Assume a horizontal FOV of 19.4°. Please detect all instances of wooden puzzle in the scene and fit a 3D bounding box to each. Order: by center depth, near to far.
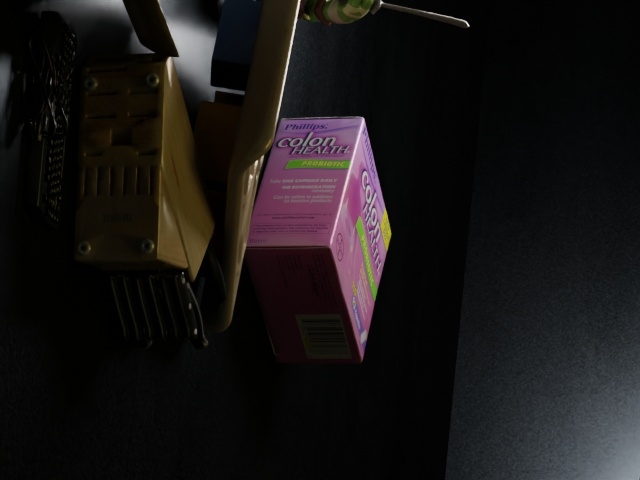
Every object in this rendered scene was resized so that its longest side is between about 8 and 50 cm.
[{"bbox_3d":[-0.093,-0.119,2.027,0.348,0.081,0.322,107,-6,-54],"label":"wooden puzzle"}]

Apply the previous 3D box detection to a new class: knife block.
[{"bbox_3d":[-0.160,-0.031,1.870,0.242,0.088,0.275,26,64,-74],"label":"knife block"}]

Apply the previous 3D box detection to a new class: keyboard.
[{"bbox_3d":[-0.236,-0.111,1.692,0.100,0.038,0.192,41,49,-70],"label":"keyboard"}]

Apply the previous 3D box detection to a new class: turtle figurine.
[{"bbox_3d":[-0.004,-0.350,2.170,0.266,0.275,0.197,18,70,-59],"label":"turtle figurine"}]

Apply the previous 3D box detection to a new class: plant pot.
[{"bbox_3d":[-0.188,-0.275,1.728,0.236,0.032,0.236,159,-90,-88],"label":"plant pot"}]

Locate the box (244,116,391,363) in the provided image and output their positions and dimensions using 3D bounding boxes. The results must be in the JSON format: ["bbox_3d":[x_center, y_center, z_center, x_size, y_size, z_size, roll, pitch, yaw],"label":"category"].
[{"bbox_3d":[0.000,0.000,2.397,0.243,0.117,0.213,-76,159,-44],"label":"box"}]
